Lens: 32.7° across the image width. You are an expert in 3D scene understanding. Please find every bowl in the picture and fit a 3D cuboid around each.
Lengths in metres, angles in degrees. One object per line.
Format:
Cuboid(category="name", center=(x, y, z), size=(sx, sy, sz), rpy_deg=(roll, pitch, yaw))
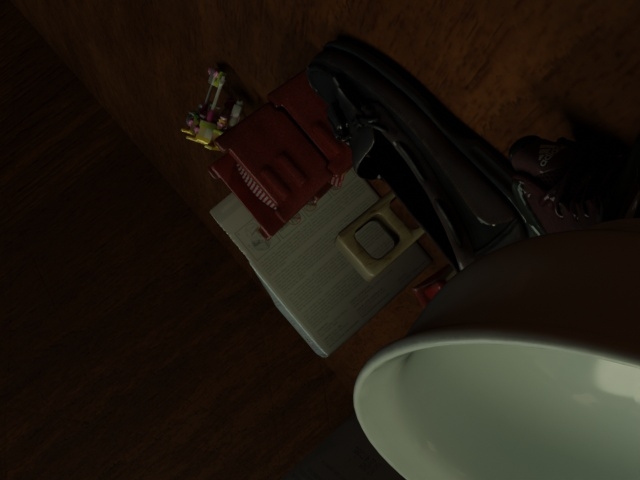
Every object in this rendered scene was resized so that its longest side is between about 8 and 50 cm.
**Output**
Cuboid(category="bowl", center=(0.177, 0.082, 0.584), size=(0.298, 0.134, 0.298), rpy_deg=(21, 152, 12))

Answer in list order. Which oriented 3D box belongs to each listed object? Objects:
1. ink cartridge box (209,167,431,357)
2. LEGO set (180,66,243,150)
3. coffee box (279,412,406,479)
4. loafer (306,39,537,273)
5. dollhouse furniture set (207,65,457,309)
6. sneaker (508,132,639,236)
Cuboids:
Cuboid(category="ink cartridge box", center=(0.000, 0.000, 1.374), size=(0.232, 0.189, 0.066), rpy_deg=(50, 165, -1))
Cuboid(category="LEGO set", center=(-0.109, -0.175, 1.561), size=(0.132, 0.107, 0.287), rpy_deg=(13, -170, -38))
Cuboid(category="coffee box", center=(0.208, 0.322, 1.227), size=(0.334, 0.338, 0.337), rpy_deg=(51, 170, -11))
Cuboid(category="loafer", center=(0.074, -0.081, 1.020), size=(0.302, 0.095, 0.109), rpy_deg=(43, 168, 30))
Cuboid(category="dollhouse furniture set", center=(0.050, -0.005, 1.235), size=(0.374, 0.152, 0.201), rpy_deg=(49, 170, 1))
Cuboid(category="sneaker", center=(0.182, -0.032, 0.723), size=(0.162, 0.106, 0.281), rpy_deg=(48, 171, 27))
